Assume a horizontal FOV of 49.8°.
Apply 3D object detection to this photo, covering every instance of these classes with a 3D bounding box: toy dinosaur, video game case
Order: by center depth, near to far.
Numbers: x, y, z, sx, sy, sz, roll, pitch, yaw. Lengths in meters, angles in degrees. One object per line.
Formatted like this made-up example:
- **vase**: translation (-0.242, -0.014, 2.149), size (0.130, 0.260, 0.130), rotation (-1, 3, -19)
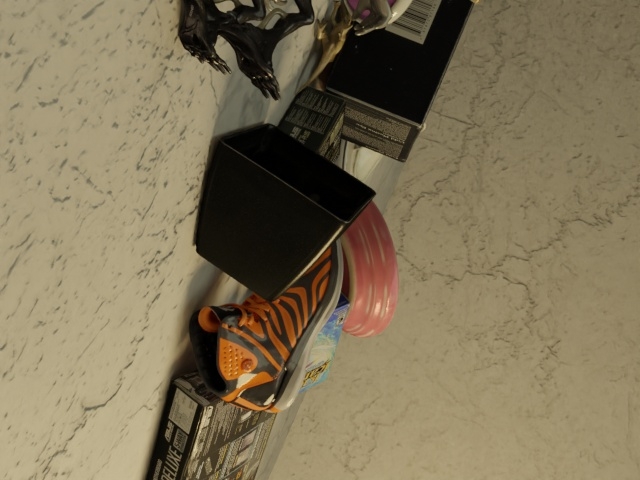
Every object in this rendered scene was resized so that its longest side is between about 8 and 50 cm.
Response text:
- **toy dinosaur**: translation (0.020, -0.311, 1.088), size (0.092, 0.053, 0.183), rotation (93, 21, -67)
- **video game case**: translation (-0.079, 0.237, 1.385), size (0.269, 0.061, 0.244), rotation (-20, 141, -35)

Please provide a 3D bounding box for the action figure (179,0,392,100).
- **action figure**: translation (-0.016, -0.269, 0.682), size (0.276, 0.164, 0.141), rotation (-55, 148, -17)

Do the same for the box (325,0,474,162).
- **box**: translation (0.153, -0.355, 1.277), size (0.312, 0.179, 0.343), rotation (67, 46, -84)

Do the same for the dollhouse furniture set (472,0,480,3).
- **dollhouse furniture set**: translation (0.142, -0.429, 0.854), size (0.212, 0.242, 0.161), rotation (-55, -179, 43)

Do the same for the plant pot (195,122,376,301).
- **plant pot**: translation (-0.062, -0.032, 0.935), size (0.167, 0.188, 0.187), rotation (-57, 175, 21)

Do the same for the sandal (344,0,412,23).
- **sandal**: translation (0.054, -0.447, 0.747), size (0.169, 0.102, 0.416), rotation (14, -80, 58)

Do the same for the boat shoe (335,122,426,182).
- **boat shoe**: translation (0.150, -0.264, 1.508), size (0.136, 0.156, 0.367), rotation (23, 88, -59)

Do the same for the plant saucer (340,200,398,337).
- **plant saucer**: translation (0.043, 0.049, 1.474), size (0.084, 0.332, 0.332), rotation (-11, 135, -28)

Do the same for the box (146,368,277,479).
- **box**: translation (-0.176, 0.338, 1.188), size (0.242, 0.076, 0.307), rotation (-18, 132, -54)

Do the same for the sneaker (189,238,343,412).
- **sneaker**: translation (-0.083, 0.095, 1.045), size (0.180, 0.124, 0.321), rotation (24, 77, -36)

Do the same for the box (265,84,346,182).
- **box**: translation (-0.032, -0.133, 1.125), size (0.147, 0.077, 0.180), rotation (96, 19, -61)
